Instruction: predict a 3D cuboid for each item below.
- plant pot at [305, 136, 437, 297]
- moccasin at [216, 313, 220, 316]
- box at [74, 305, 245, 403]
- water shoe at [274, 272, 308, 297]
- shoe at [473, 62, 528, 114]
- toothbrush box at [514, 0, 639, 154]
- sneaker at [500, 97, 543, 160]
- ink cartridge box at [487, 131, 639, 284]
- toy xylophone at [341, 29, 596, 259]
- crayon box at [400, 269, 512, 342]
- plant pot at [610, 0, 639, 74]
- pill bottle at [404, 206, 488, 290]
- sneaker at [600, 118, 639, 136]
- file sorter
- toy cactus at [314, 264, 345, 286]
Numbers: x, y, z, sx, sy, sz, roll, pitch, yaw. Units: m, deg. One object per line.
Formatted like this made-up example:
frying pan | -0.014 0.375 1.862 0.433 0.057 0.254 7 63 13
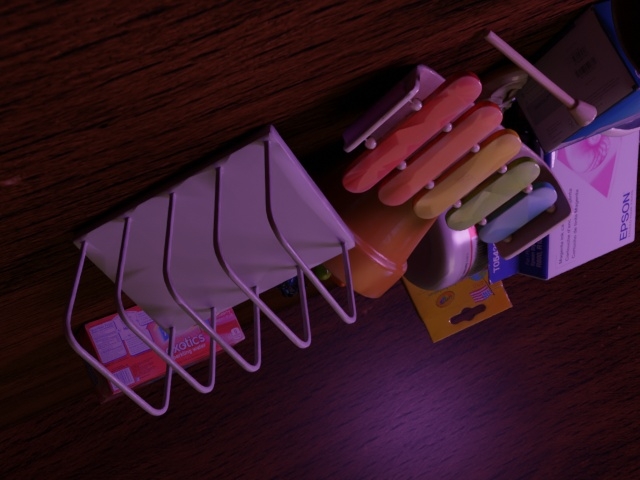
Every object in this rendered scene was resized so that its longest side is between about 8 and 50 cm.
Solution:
plant pot | 0.082 -0.056 1.176 0.188 0.205 0.205 -43 167 17
moccasin | -0.163 0.033 1.234 0.147 0.139 0.380 -14 161 -12
box | -0.333 0.203 1.728 0.300 0.154 0.142 -21 172 -30
water shoe | -0.082 0.097 2.029 0.073 0.080 0.203 -28 171 22
shoe | 0.241 -0.189 1.187 0.077 0.058 0.219 -22 172 -18
toothbrush box | 0.447 -0.251 1.153 0.296 0.126 0.216 -21 170 -21
sneaker | 0.283 -0.136 1.235 0.271 0.100 0.108 -77 -177 -54
ink cartridge box | 0.435 -0.104 1.479 0.330 0.324 0.071 -21 -152 -29
toy xylophone | 0.186 -0.112 1.006 0.323 0.081 0.236 23 129 -27
crayon box | 0.270 0.048 1.890 0.202 0.318 0.081 -24 172 3
plant pot | 0.441 -0.270 0.838 0.230 0.215 0.215 -36 -179 -39
pill bottle | 0.333 -0.074 1.612 0.408 0.229 0.229 -21 171 -24
sneaker | 0.563 -0.283 1.358 0.350 0.131 0.148 -27 167 -27
file sorter | -0.119 0.045 0.946 0.278 0.193 0.173 -27 -143 15
toy cactus | 0.000 0.000 1.355 0.112 0.219 0.180 -63 180 -12
